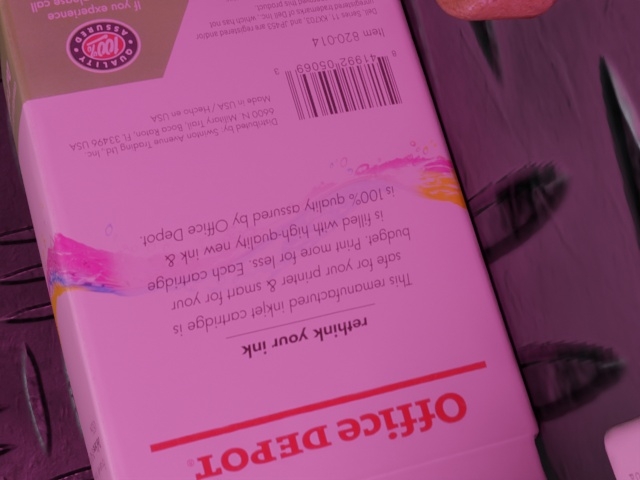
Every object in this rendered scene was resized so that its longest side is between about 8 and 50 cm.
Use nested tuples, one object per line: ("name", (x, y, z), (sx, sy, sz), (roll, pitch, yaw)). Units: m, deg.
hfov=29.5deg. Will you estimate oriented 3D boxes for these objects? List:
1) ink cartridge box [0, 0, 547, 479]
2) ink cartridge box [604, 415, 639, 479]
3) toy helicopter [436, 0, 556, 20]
("ink cartridge box", (-0.028, 0.034, 0.620), (0.119, 0.207, 0.353), (127, 129, -67))
("ink cartridge box", (0.154, 0.081, 0.234), (0.203, 0.086, 0.148), (126, 130, -69))
("toy helicopter", (0.070, -0.176, 0.337), (0.355, 0.140, 0.235), (29, 121, 56))
